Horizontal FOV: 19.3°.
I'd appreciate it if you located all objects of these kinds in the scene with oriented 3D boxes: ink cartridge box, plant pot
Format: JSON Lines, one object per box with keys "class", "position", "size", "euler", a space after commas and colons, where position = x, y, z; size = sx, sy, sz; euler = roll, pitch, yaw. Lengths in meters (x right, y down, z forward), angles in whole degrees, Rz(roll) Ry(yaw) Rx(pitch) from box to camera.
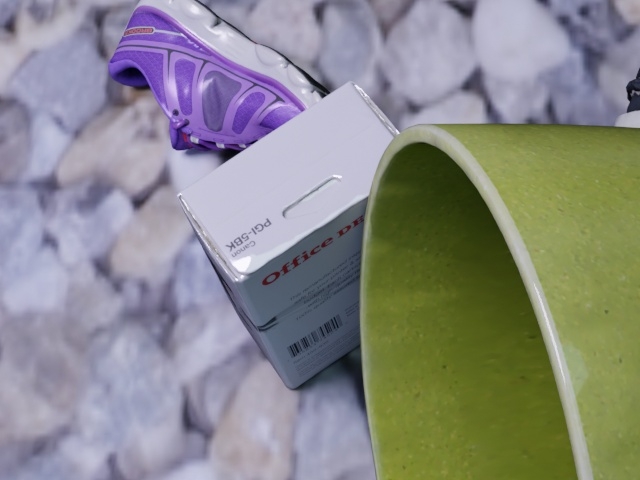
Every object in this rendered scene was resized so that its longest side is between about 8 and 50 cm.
{"class": "ink cartridge box", "position": [0.000, 0.000, 0.877], "size": [0.099, 0.135, 0.056], "euler": [-33, 64, -7]}
{"class": "plant pot", "position": [0.194, 0.069, 0.763], "size": [0.293, 0.275, 0.275], "euler": [-9, 63, -13]}

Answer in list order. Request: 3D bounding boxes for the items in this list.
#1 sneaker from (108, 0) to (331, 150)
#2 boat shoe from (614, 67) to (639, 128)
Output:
{"class": "sneaker", "position": [-0.040, -0.065, 0.966], "size": [0.170, 0.068, 0.071], "euler": [35, 90, 31]}
{"class": "boat shoe", "position": [0.284, -0.080, 0.816], "size": [0.340, 0.127, 0.113], "euler": [-2, 71, 47]}
